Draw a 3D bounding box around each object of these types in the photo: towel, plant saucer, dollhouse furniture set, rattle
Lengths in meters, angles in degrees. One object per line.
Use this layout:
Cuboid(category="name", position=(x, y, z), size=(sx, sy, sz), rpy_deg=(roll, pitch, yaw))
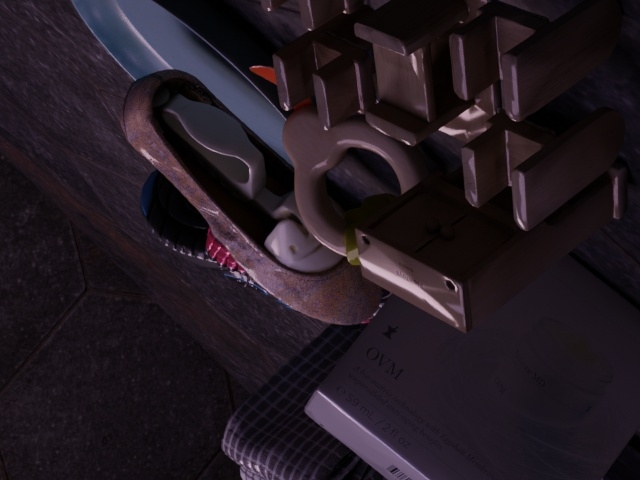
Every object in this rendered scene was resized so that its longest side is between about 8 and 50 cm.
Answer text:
Cuboid(category="towel", position=(0.047, 0.193, 1.710), size=(0.235, 0.283, 0.121), rpy_deg=(17, 144, 59))
Cuboid(category="plant saucer", position=(-0.110, -0.162, 1.440), size=(0.317, 0.044, 0.317), rpy_deg=(36, 167, 9))
Cuboid(category="dollhouse furniture set", position=(0.102, -0.092, 0.955), size=(0.212, 0.161, 0.242), rpy_deg=(29, 142, 38))
Cuboid(category="rattle", position=(0.036, -0.086, 1.315), size=(0.200, 0.142, 0.130), rpy_deg=(53, 136, 6))

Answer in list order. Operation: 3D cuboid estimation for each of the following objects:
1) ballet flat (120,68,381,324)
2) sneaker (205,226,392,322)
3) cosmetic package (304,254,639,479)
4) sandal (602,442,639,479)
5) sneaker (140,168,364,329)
Cuboid(category="ballet flat", position=(-0.058, -0.041, 1.397), size=(0.316, 0.107, 0.106), rpy_deg=(40, 154, -4))
Cuboid(category="sneaker", position=(0.000, 0.000, 1.554), size=(0.299, 0.121, 0.112), rpy_deg=(20, 117, 30))
Cuboid(category="cosmetic package", position=(0.145, 0.118, 1.262), size=(0.224, 0.225, 0.138), rpy_deg=(38, 165, 4))
Cuboid(category="sandal", position=(0.325, 0.266, 1.664), size=(0.097, 0.054, 0.254), rpy_deg=(34, 167, 21))
Cuboid(category="sneaker", position=(-0.080, 0.008, 1.772), size=(0.340, 0.125, 0.140), rpy_deg=(33, 171, 35))
